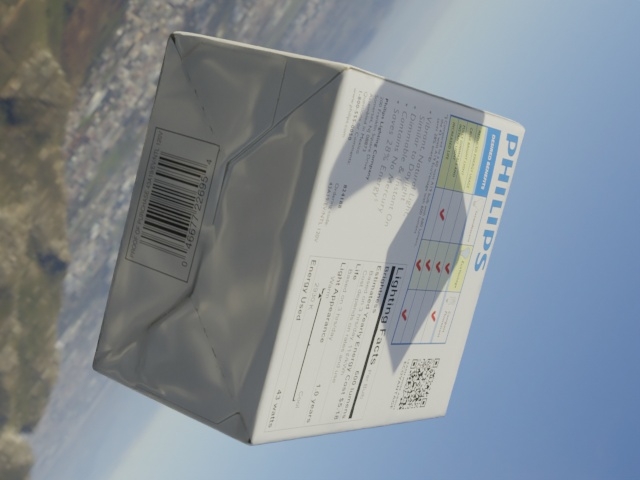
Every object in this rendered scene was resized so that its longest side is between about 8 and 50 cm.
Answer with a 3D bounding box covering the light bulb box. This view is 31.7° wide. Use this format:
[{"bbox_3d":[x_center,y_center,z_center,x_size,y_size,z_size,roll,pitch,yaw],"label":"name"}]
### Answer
[{"bbox_3d":[0.000,0.000,1.182,0.361,0.225,0.358,6,101,-55],"label":"light bulb box"}]
